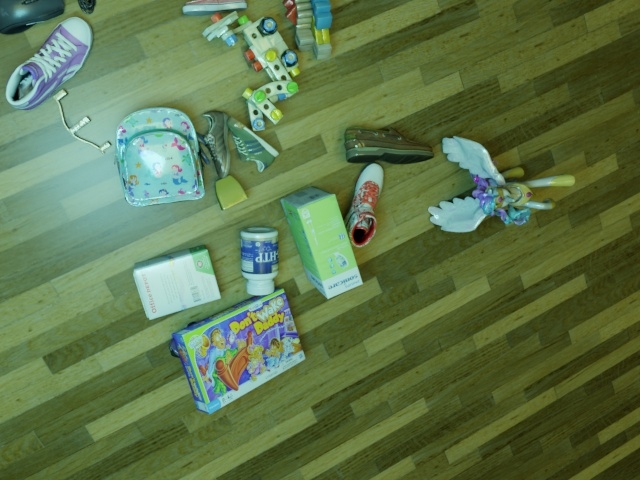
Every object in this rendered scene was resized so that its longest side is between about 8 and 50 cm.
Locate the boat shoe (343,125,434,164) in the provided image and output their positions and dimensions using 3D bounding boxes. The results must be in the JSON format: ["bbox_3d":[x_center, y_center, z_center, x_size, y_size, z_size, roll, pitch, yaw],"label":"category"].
[{"bbox_3d":[0.215,-0.295,1.716,0.307,0.110,0.105,-1,79,-29],"label":"boat shoe"}]

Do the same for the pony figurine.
[{"bbox_3d":[0.545,-0.164,1.757,0.363,0.351,0.303,-9,109,-35],"label":"pony figurine"}]

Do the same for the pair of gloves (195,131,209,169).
[{"bbox_3d":[-0.408,-0.253,1.580,0.198,0.023,0.159,-25,109,-10],"label":"pair of gloves"}]

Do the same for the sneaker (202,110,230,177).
[{"bbox_3d":[-0.296,-0.268,1.578,0.071,0.066,0.189,0,85,-29],"label":"sneaker"}]

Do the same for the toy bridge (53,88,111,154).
[{"bbox_3d":[-0.639,-0.304,1.495,0.063,0.026,0.188,-38,110,-4],"label":"toy bridge"}]

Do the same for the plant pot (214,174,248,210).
[{"bbox_3d":[-0.264,-0.141,1.620,0.081,0.081,0.083,-27,98,-10],"label":"plant pot"}]

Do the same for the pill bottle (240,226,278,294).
[{"bbox_3d":[-0.179,0.061,1.670,0.111,0.112,0.187,-4,103,-16],"label":"pill bottle"}]

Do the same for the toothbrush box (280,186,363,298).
[{"bbox_3d":[0.000,0.000,1.663,0.122,0.206,0.284,-21,106,-13],"label":"toothbrush box"}]

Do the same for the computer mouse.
[{"bbox_3d":[-0.710,-0.627,1.385,0.261,0.060,0.184,-21,108,-12],"label":"computer mouse"}]

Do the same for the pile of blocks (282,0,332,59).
[{"bbox_3d":[-0.047,-0.677,1.533,0.112,0.149,0.363,-14,106,-14],"label":"pile of blocks"}]

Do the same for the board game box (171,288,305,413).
[{"bbox_3d":[-0.229,0.310,1.639,0.347,0.078,0.234,-23,100,-36],"label":"board game box"}]

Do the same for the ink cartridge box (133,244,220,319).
[{"bbox_3d":[-0.412,0.117,1.620,0.212,0.093,0.155,-17,105,-15],"label":"ink cartridge box"}]

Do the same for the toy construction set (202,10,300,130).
[{"bbox_3d":[-0.177,-0.484,1.543,0.215,0.151,0.328,-37,120,-9],"label":"toy construction set"}]

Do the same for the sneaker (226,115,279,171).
[{"bbox_3d":[-0.205,-0.264,1.599,0.192,0.064,0.086,34,93,-41],"label":"sneaker"}]

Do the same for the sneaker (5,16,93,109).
[{"bbox_3d":[-0.664,-0.436,1.389,0.102,0.161,0.282,36,88,-19],"label":"sneaker"}]

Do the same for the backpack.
[{"bbox_3d":[-0.423,-0.223,1.480,0.225,0.191,0.254,-8,101,-13],"label":"backpack"}]

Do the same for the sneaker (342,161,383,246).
[{"bbox_3d":[0.144,-0.105,1.717,0.090,0.145,0.270,24,93,-20],"label":"sneaker"}]

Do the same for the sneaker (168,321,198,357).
[{"bbox_3d":[-0.326,0.350,1.712,0.124,0.107,0.283,-38,121,25],"label":"sneaker"}]

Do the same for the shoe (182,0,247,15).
[{"bbox_3d":[-0.287,-0.655,1.512,0.177,0.063,0.081,-14,104,-20],"label":"shoe"}]
